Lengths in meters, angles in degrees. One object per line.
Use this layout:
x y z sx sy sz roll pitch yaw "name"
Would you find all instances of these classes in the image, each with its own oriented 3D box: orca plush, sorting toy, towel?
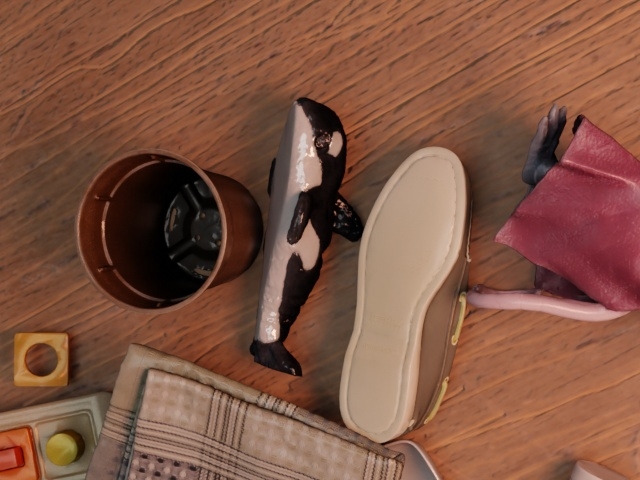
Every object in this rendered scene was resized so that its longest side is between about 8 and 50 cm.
0.000 0.000 1.298 0.102 0.151 0.287 6 90 -13 "orca plush"
-0.314 0.276 1.401 0.196 0.047 0.348 -12 87 0 "sorting toy"
-0.103 0.298 1.288 0.324 0.056 0.312 21 110 11 "towel"

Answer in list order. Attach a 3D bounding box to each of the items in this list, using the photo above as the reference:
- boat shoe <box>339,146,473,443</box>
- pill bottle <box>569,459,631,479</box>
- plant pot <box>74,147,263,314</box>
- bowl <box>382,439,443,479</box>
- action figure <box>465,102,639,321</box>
0.098 0.056 1.271 0.109 0.091 0.305 16 96 34 "boat shoe"
0.257 0.300 1.227 0.086 0.086 0.152 22 98 16 "pill bottle"
-0.147 -0.011 1.309 0.167 0.165 0.167 0 91 17 "plant pot"
0.075 0.288 1.302 0.142 0.053 0.142 -27 82 17 "bowl"
0.333 0.038 1.113 0.370 0.248 0.276 34 102 17 "action figure"
